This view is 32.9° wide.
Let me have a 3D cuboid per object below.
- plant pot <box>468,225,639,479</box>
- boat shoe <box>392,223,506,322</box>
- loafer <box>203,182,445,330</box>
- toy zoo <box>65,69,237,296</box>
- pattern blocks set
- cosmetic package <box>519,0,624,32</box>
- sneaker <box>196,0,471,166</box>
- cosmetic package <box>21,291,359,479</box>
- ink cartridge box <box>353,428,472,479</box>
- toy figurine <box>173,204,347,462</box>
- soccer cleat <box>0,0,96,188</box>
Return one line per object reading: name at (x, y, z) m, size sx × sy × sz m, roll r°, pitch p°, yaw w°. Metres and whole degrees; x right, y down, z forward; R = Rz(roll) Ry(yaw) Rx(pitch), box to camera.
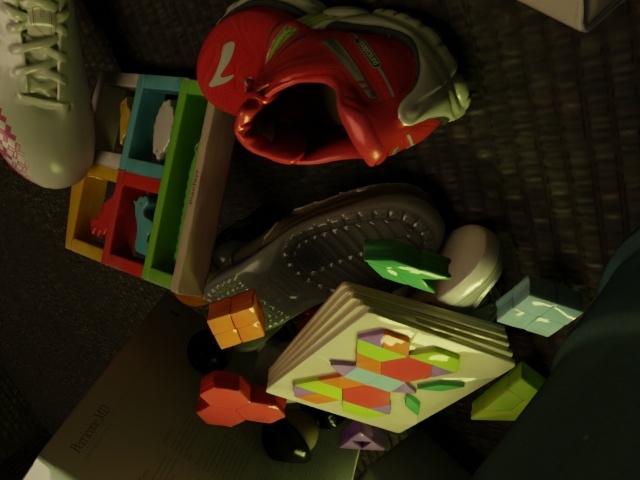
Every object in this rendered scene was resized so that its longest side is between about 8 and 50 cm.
plant pot at (0.198, 0.212, 0.593) m, size 0.341 × 0.334 × 0.341 m, roll 39°, pitch 154°, yaw 24°
boat shoe at (0.106, 0.046, 0.854) m, size 0.063 × 0.066 × 0.184 m, roll 23°, pitch 146°, yaw -10°
loafer at (0.000, 0.000, 0.902) m, size 0.251 × 0.087 × 0.094 m, roll -21°, pitch 125°, yaw 41°
toy zoo at (-0.180, -0.067, 1.062) m, size 0.293 × 0.030 × 0.192 m, roll 14°, pitch 93°, yaw 53°
pattern blocks set at (0.047, 0.100, 0.860) m, size 0.285 × 0.026 × 0.325 m, roll 11°, pitch 146°, yaw -9°
cosmetic package at (0.032, -0.225, 0.448) m, size 0.309 × 0.160 × 0.113 m, roll 34°, pitch 151°, yaw 30°
sneaker at (-0.024, -0.109, 0.770) m, size 0.279 × 0.118 × 0.107 m, roll 14°, pitch 138°, yaw 53°
cosmetic package at (-0.115, 0.229, 1.104) m, size 0.284 × 0.097 × 0.377 m, roll 36°, pitch -159°, yaw -4°
ink cartridge box at (0.129, 0.324, 1.022) m, size 0.275 × 0.239 × 0.060 m, roll 43°, pitch 116°, yaw 16°
toy figurine at (-0.047, 0.095, 1.079) m, size 0.209 × 0.148 × 0.213 m, roll 39°, pitch 155°, yaw 23°
soccer cleat at (-0.283, -0.205, 1.022) m, size 0.143 × 0.116 × 0.331 m, roll 1°, pitch 112°, yaw 52°
